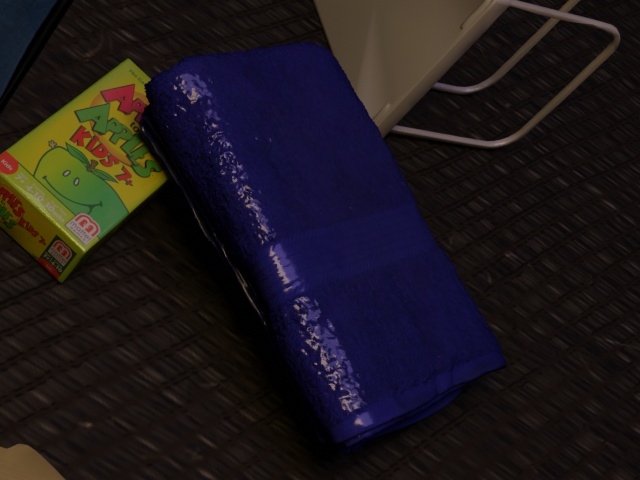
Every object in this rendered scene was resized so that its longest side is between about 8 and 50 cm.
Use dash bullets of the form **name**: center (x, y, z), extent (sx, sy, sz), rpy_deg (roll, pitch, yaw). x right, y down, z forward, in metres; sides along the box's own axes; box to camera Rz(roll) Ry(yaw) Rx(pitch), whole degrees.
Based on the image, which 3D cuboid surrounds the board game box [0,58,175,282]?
- **board game box**: center (-0.165, -0.055, 1.227), extent (0.092, 0.043, 0.181), rpy_deg (43, 41, 0)

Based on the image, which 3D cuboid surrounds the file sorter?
- **file sorter**: center (0.115, -0.246, 1.495), extent (0.173, 0.193, 0.278), rpy_deg (6, 53, -38)

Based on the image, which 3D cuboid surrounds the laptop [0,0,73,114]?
- **laptop**: center (-0.349, 0.023, 0.468), extent (0.236, 0.382, 0.408), rpy_deg (47, 41, 5)

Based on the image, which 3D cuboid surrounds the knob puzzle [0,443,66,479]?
- **knob puzzle**: center (-0.190, 0.203, 0.959), extent (0.213, 0.030, 0.213), rpy_deg (23, 45, -25)

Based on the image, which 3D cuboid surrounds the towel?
- **towel**: center (0.000, 0.000, 1.259), extent (0.227, 0.076, 0.308), rpy_deg (-15, 75, -56)
